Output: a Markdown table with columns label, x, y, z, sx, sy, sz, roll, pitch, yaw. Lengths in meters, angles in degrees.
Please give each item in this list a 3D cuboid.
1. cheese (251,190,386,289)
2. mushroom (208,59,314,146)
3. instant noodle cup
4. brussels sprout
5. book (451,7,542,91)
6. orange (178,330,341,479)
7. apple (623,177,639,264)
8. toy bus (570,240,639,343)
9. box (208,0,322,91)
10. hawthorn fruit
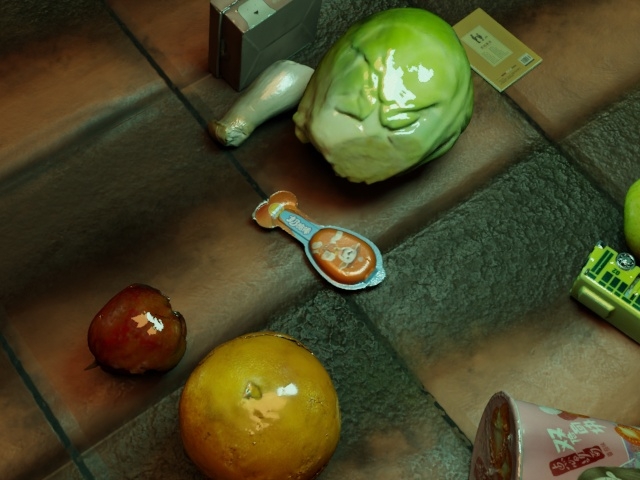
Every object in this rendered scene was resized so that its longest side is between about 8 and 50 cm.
| label | x | y | z | sx | sy | sz | roll | pitch | yaw |
| --- | --- | --- | --- | --- | --- | --- | --- | --- | --- |
| cheese | 0.000 | 0.000 | 1.738 | 0.256 | 0.037 | 0.106 | 35 | 63 | 16 |
| mushroom | -0.100 | -0.248 | 1.850 | 0.225 | 0.093 | 0.116 | -51 | 29 | -18 |
| instant noodle cup | 0.350 | 0.346 | 1.445 | 0.231 | 0.243 | 0.243 | 8 | 60 | -4 |
| brussels sprout | 0.117 | -0.242 | 1.762 | 0.268 | 0.344 | 0.344 | 37 | 60 | -20 |
| book | 0.327 | -0.369 | 1.977 | 0.118 | 0.012 | 0.172 | -37 | 68 | -20 |
| orange | -0.089 | 0.255 | 1.487 | 0.240 | 0.240 | 0.240 | 1 | 60 | -1 |
| apple | 0.588 | -0.030 | 1.689 | 0.195 | 0.196 | 0.196 | 1 | 60 | -1 |
| toy bus | 0.499 | 0.090 | 1.675 | 0.175 | 0.088 | 0.101 | 36 | 66 | 16 |
| box | -0.098 | -0.400 | 1.866 | 0.215 | 0.215 | 0.086 | -39 | 76 | -21 |
| hawthorn fruit | -0.293 | 0.152 | 1.585 | 0.172 | 0.148 | 0.148 | -30 | 65 | -10 |
